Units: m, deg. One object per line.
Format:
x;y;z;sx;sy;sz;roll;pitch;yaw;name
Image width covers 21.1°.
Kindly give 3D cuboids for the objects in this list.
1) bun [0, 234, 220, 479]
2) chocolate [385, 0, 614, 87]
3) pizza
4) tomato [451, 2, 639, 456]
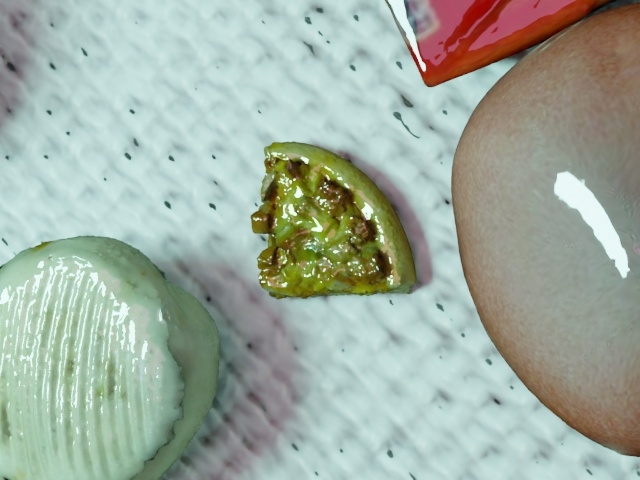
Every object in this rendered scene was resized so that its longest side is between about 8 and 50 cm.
-0.200;0.109;1.452;0.239;0.141;0.239;0;89;19;bun
0.173;-0.345;1.331;0.341;0.161;0.360;-26;83;17;chocolate
0.000;-0.001;1.437;0.175;0.046;0.134;37;97;21;pizza
0.250;-0.022;1.218;0.341;0.273;0.341;-1;87;21;tomato
